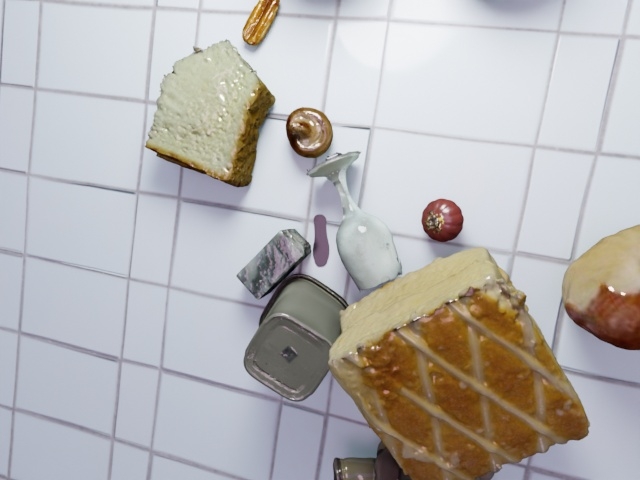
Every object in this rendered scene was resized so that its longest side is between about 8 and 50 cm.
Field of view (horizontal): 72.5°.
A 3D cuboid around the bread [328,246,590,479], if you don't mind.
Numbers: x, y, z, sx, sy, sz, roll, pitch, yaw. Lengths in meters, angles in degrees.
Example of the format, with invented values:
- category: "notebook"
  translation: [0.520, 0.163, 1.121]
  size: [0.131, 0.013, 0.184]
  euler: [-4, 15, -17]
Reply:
- category: "bread"
  translation: [0.267, 0.246, 0.885]
  size: [0.371, 0.279, 0.390]
  euler: [-33, 105, 15]

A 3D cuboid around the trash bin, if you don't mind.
- category: "trash bin"
  translation: [-0.053, 0.225, 1.024]
  size: [0.219, 0.250, 0.219]
  euler: [31, 101, 3]

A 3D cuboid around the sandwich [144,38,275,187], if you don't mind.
- category: "sandwich"
  translation: [-0.262, -0.325, 1.089]
  size: [0.262, 0.131, 0.325]
  euler: [22, 102, 12]

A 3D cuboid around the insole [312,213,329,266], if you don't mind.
- category: "insole"
  translation: [0.000, 0.000, 1.118]
  size: [0.045, 0.002, 0.134]
  euler: [-2, 94, 12]

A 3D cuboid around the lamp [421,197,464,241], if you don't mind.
- category: "lamp"
  translation: [0.280, -0.046, 1.003]
  size: [0.101, 0.090, 0.101]
  euler: [18, 114, 47]

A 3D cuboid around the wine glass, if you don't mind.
- category: "wine glass"
  translation: [0.083, -0.045, 1.025]
  size: [0.144, 0.143, 0.321]
  euler: [-20, 89, 14]

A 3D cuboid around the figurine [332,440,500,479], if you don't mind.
- category: "figurine"
  translation: [0.218, 0.566, 1.012]
  size: [0.381, 0.203, 0.248]
  euler: [-2, 98, 15]

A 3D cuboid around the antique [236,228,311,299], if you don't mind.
- category: "antique"
  translation: [-0.112, 0.053, 1.105]
  size: [0.183, 0.088, 0.086]
  euler: [-45, 84, 12]

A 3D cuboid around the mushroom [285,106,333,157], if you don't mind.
- category: "mushroom"
  translation: [-0.030, -0.262, 1.063]
  size: [0.109, 0.085, 0.126]
  euler: [-11, 90, -21]

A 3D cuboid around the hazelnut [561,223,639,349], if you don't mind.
- category: "hazelnut"
  translation: [0.628, 0.093, 0.858]
  size: [0.261, 0.241, 0.261]
  euler: [-22, 46, 24]

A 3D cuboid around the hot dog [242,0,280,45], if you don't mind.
- category: "hot dog"
  translation: [-0.146, -0.555, 1.088]
  size: [0.062, 0.038, 0.144]
  euler: [33, 99, 11]
